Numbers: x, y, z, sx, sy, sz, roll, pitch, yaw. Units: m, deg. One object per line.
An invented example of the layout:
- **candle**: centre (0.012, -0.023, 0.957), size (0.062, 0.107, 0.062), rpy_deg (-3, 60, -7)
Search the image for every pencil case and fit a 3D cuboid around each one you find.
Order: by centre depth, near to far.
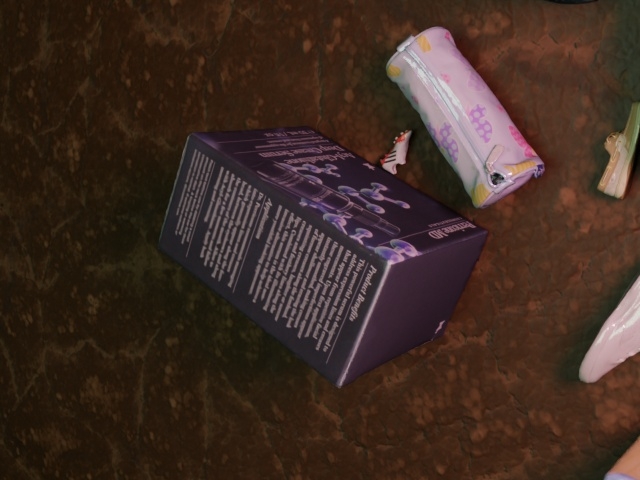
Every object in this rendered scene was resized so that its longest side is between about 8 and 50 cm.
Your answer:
- **pencil case**: centre (0.206, -0.178, 1.189), size (0.113, 0.124, 0.273), rpy_deg (-40, 73, 35)

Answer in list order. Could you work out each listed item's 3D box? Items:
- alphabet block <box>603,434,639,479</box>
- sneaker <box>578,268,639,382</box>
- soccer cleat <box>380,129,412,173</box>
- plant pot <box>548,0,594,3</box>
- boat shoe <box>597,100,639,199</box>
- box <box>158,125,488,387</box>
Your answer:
- **alphabet block**: centre (0.470, 0.379, 1.047), size (0.193, 0.197, 0.192), rpy_deg (18, 110, 33)
- **sneaker**: centre (0.435, 0.126, 1.109), size (0.094, 0.080, 0.212), rpy_deg (34, 116, 14)
- **soccer cleat**: centre (0.129, -0.143, 1.313), size (0.035, 0.029, 0.083), rpy_deg (45, 125, 12)
- **plant pot**: centre (0.286, -0.455, 1.009), size (0.293, 0.235, 0.293), rpy_deg (7, 102, 36)
- **boat shoe**: centre (0.405, -0.123, 1.096), size (0.045, 0.050, 0.135), rpy_deg (18, 109, 27)
- **box**: centre (0.000, 0.000, 1.267), size (0.395, 0.293, 0.212), rpy_deg (34, 117, 27)
